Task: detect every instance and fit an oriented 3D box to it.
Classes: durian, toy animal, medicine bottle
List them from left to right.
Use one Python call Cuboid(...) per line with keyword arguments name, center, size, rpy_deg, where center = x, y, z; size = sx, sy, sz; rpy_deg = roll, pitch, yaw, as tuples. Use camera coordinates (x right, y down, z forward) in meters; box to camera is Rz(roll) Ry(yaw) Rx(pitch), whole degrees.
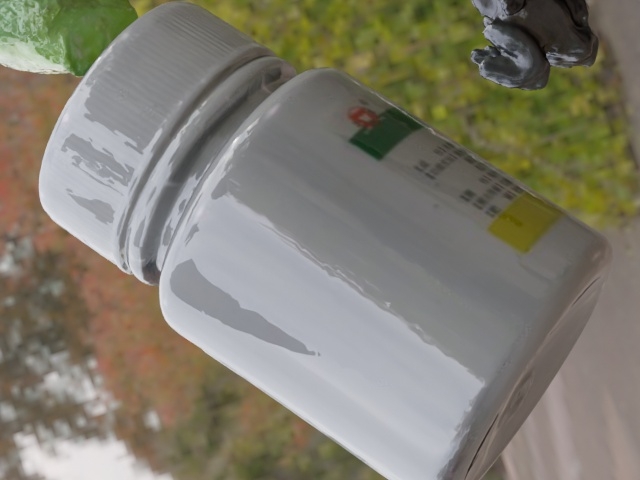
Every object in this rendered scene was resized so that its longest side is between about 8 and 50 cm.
Cuboid(name="durian", center=(-0.243, -0.190, 1.315), size=(0.250, 0.101, 0.139), rpy_deg=(30, 180, 13))
Cuboid(name="medicine bottle", center=(0.000, 0.000, 1.217), size=(0.340, 0.208, 0.208), rpy_deg=(34, 164, 14))
Cuboid(name="toy animal", center=(0.160, -0.166, 0.876), size=(0.084, 0.148, 0.232), rpy_deg=(-84, 20, -74))
